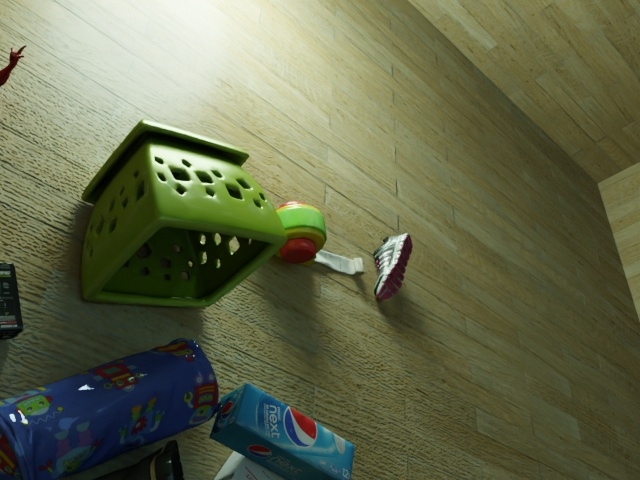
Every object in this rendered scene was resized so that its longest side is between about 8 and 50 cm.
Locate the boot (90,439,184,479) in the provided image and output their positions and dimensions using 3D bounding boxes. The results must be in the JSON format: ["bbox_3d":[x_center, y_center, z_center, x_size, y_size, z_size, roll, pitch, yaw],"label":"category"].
[{"bbox_3d":[-0.238,0.300,0.773,0.136,0.198,0.077,-14,71,-12],"label":"boot"}]

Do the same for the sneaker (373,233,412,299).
[{"bbox_3d":[0.150,0.058,1.431,0.063,0.074,0.171,47,57,-42],"label":"sneaker"}]

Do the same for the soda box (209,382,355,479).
[{"bbox_3d":[-0.051,0.292,0.915,0.210,0.071,0.067,36,41,-22],"label":"soda box"}]

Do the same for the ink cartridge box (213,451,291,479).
[{"bbox_3d":[-0.087,0.352,0.943,0.104,0.061,0.181,51,37,-7],"label":"ink cartridge box"}]

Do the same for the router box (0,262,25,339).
[{"bbox_3d":[-0.434,0.075,0.769,0.122,0.038,0.092,4,61,-47],"label":"router box"}]

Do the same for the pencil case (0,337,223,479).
[{"bbox_3d":[-0.267,0.220,0.791,0.119,0.133,0.306,27,23,31],"label":"pencil case"}]

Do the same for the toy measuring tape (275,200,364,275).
[{"bbox_3d":[0.000,0.000,1.253,0.330,0.121,0.122,20,50,-39],"label":"toy measuring tape"}]

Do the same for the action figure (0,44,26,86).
[{"bbox_3d":[-0.471,-0.175,0.832,0.091,0.139,0.281,21,47,-40],"label":"action figure"}]

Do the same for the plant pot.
[{"bbox_3d":[-0.219,-0.041,0.951,0.228,0.227,0.207,11,50,-44],"label":"plant pot"}]
